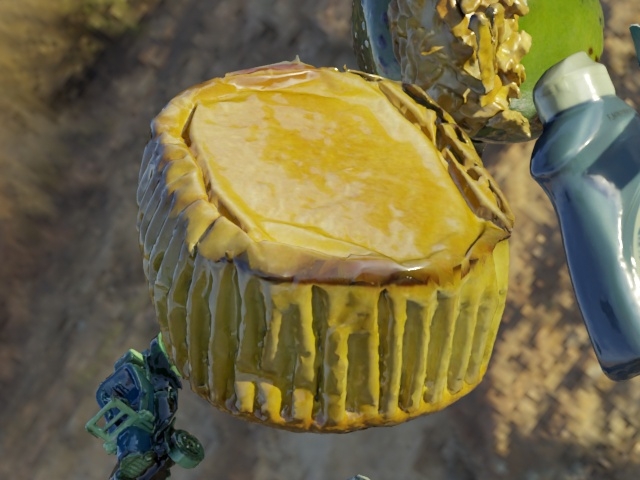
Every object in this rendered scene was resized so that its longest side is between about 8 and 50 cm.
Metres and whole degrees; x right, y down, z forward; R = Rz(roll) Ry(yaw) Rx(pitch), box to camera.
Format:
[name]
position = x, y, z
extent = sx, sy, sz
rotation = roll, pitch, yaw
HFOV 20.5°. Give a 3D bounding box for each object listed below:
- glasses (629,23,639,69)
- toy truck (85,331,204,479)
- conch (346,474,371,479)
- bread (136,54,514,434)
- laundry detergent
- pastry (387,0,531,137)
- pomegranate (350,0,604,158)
[glasses]
position = 0.413, -0.172, 1.807
extent = 0.088, 0.220, 0.189
rotation = -9, 35, 45
[toy truck]
position = -0.144, 0.129, 1.349
extent = 0.080, 0.078, 0.154
rotation = -41, 30, 20
[conch]
position = 0.055, 0.335, 2.107
extent = 0.065, 0.180, 0.088
rotation = -19, 44, -15
[bread]
position = 0.000, 0.000, 1.111
extent = 0.253, 0.227, 0.142
rotation = -108, 16, -55
[laundry detergent]
position = 0.257, -0.027, 1.565
extent = 0.094, 0.143, 0.290
rotation = -32, 76, 49
[pastry]
position = 0.117, -0.205, 1.505
extent = 0.154, 0.102, 0.250
rotation = -32, 67, 54
[pomegranate]
position = 0.152, -0.193, 1.756
extent = 0.254, 0.254, 0.270
rotation = -147, 60, -61
